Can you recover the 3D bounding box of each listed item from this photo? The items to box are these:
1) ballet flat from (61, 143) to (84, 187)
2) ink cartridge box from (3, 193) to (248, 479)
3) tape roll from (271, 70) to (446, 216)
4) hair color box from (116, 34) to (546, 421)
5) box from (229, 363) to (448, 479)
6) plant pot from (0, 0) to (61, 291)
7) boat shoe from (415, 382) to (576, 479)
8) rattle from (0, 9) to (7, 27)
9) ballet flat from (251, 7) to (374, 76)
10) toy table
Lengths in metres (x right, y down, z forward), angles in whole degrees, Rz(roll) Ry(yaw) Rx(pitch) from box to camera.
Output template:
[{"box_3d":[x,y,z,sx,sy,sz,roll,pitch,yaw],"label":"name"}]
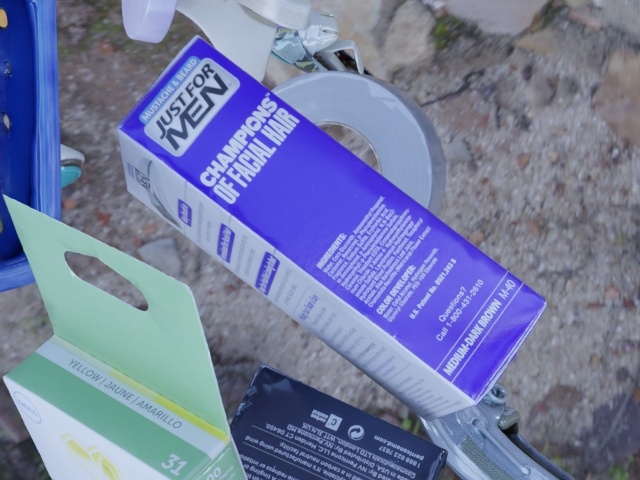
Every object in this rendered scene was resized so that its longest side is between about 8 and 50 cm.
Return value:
[{"box_3d":[-0.502,-0.073,1.607,0.400,0.139,0.139,-24,99,16],"label":"ballet flat"},{"box_3d":[-0.126,0.100,0.753,0.171,0.056,0.235,23,142,35],"label":"ink cartridge box"},{"box_3d":[0.019,-0.069,1.294,0.219,0.072,0.219,2,95,19],"label":"tape roll"},{"box_3d":[0.000,0.000,0.992,0.339,0.185,0.110,36,76,2],"label":"hair color box"},{"box_3d":[-0.040,0.335,1.086,0.179,0.343,0.312,24,65,12],"label":"box"},{"box_3d":[-0.339,-0.084,0.856,0.212,0.236,0.236,12,105,37],"label":"plant pot"},{"box_3d":[0.204,0.224,1.237,0.103,0.118,0.320,-45,63,9],"label":"boat shoe"},{"box_3d":[-0.299,-0.236,1.104,0.200,0.130,0.142,17,122,56],"label":"rattle"},{"box_3d":[0.001,-0.236,1.493,0.079,0.221,0.076,-12,65,28],"label":"ballet flat"},{"box_3d":[-0.106,-0.290,1.242,0.161,0.274,0.252,8,132,-17],"label":"toy table"}]
